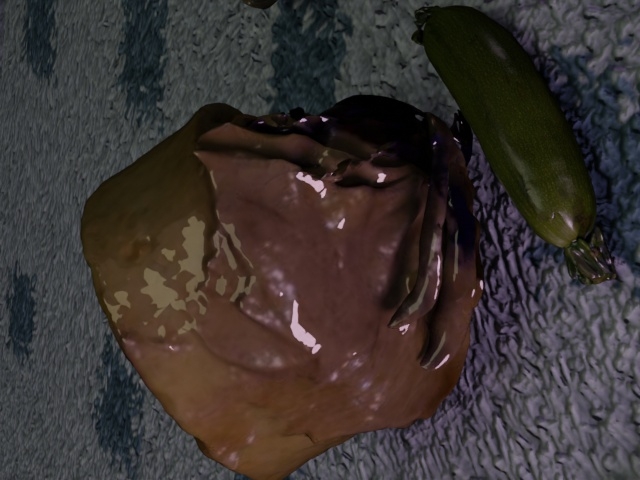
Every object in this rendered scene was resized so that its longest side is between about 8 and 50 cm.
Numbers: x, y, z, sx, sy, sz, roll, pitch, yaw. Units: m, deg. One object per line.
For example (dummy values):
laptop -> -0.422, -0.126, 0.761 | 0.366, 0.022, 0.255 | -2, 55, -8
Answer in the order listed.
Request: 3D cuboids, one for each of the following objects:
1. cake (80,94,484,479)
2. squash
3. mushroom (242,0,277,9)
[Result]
cake -> 0.005, 0.004, 1.239 | 0.321, 0.332, 0.332 | -31, 55, 16
squash -> 0.148, -0.101, 1.131 | 0.080, 0.071, 0.318 | 51, -169, -53
mushroom -> -0.007, -0.322, 1.399 | 0.351, 0.097, 0.109 | 137, 128, -58
